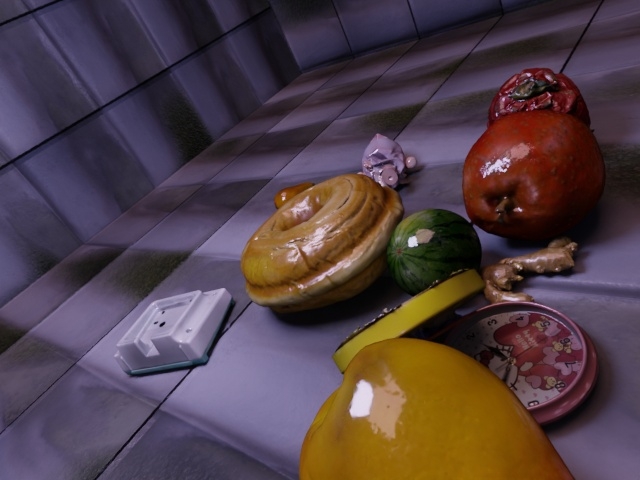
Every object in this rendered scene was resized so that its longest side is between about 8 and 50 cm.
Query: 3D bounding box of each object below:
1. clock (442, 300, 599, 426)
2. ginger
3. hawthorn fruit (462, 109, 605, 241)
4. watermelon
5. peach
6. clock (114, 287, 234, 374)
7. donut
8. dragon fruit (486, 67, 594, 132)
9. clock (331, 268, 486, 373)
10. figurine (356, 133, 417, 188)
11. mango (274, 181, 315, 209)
[{"bbox_3d":[0.310,0.194,0.761,0.244,0.056,0.244,-21,31,13],"label":"clock"},{"bbox_3d":[0.394,0.057,0.914,0.176,0.053,0.193,2,41,34],"label":"ginger"},{"bbox_3d":[0.423,-0.124,0.967,0.275,0.276,0.299,3,32,43],"label":"hawthorn fruit"},{"bbox_3d":[0.240,0.029,0.967,0.214,0.188,0.188,4,13,-31],"label":"watermelon"},{"bbox_3d":[0.131,0.283,0.570,0.307,0.289,0.289,37,61,16],"label":"peach"},{"bbox_3d":[-0.391,0.225,1.251,0.262,0.116,0.231,-13,31,23],"label":"clock"},{"bbox_3d":[0.000,0.000,1.165,0.448,0.198,0.449,-28,22,13],"label":"donut"},{"bbox_3d":[0.546,-0.307,1.185,0.244,0.245,0.299,-13,8,25],"label":"dragon fruit"},{"bbox_3d":[0.154,0.146,0.783,0.277,0.071,0.293,-39,-20,24],"label":"clock"},{"bbox_3d":[0.197,-0.228,1.456,0.200,0.133,0.276,-17,32,13],"label":"figurine"},{"bbox_3d":[-0.088,-0.146,1.626,0.159,0.084,0.105,-20,6,-30],"label":"mango"}]
